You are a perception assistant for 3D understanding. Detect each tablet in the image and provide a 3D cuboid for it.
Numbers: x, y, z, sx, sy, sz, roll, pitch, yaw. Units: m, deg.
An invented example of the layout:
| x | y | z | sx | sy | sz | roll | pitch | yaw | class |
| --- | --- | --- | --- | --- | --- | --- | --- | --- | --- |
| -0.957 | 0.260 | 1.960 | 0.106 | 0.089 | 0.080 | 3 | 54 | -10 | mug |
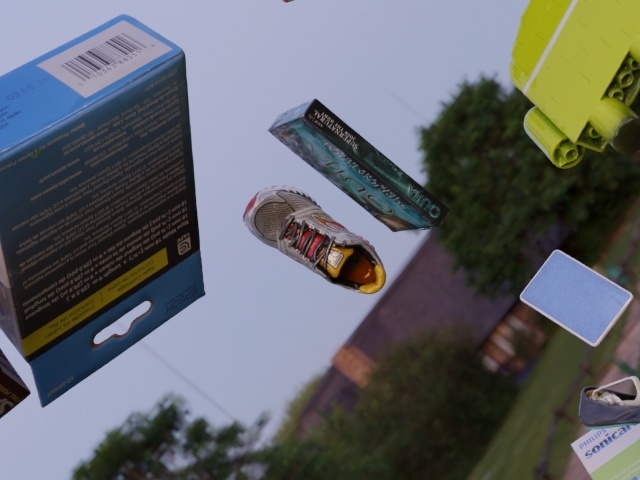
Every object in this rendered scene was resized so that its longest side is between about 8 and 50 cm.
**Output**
| x | y | z | sx | sy | sz | roll | pitch | yaw | class |
| --- | --- | --- | --- | --- | --- | --- | --- | --- | --- |
| 0.211 | 0.047 | 1.062 | 0.054 | 0.083 | 0.006 | -52 | -36 | -4 | tablet |

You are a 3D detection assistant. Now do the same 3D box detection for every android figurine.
| x | y | z | sx | sy | sz | roll | pitch | yaw | class |
| --- | --- | --- | --- | --- | --- | --- | --- | --- | --- |
| 0.293 | -0.207 | 1.386 | 0.248 | 0.056 | 0.273 | -64 | 29 | 21 | android figurine |

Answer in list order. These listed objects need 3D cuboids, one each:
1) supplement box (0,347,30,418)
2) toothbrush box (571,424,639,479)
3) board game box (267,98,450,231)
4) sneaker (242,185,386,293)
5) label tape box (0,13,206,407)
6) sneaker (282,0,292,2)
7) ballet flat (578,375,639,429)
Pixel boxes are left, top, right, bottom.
| x | y | z | sx | sy | sz | roll | pitch | yaw | class |
| --- | --- | --- | --- | --- | --- | --- | --- | --- | --- |
| -0.376 | 0.058 | 1.183 | 0.073 | 0.239 | 0.130 | -38 | -26 | -6 | supplement box |
| 0.502 | 0.395 | 1.804 | 0.122 | 0.283 | 0.206 | -39 | -46 | 10 | toothbrush box |
| 0.038 | -0.075 | 1.360 | 0.026 | 0.186 | 0.126 | -55 | 14 | -14 | board game box |
| 0.000 | 0.000 | 1.704 | 0.088 | 0.225 | 0.093 | -59 | 24 | 7 | sneaker |
| -0.245 | -0.027 | 1.304 | 0.241 | 0.106 | 0.333 | -35 | -36 | -32 | label tape box |
| -0.065 | -0.389 | 1.613 | 0.094 | 0.208 | 0.081 | -34 | -14 | 4 | sneaker |
| 0.422 | 0.209 | 1.656 | 0.203 | 0.074 | 0.074 | -7 | 27 | 43 | ballet flat |
